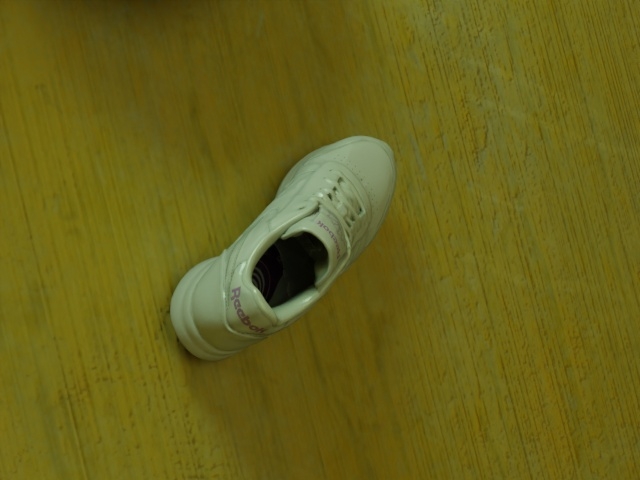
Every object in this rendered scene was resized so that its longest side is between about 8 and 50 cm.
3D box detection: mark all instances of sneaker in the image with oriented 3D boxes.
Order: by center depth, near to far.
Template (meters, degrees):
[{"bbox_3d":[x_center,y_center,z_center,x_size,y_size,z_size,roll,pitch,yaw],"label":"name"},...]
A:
[{"bbox_3d":[0.000,0.000,1.173,0.114,0.152,0.305,52,53,-13],"label":"sneaker"}]
